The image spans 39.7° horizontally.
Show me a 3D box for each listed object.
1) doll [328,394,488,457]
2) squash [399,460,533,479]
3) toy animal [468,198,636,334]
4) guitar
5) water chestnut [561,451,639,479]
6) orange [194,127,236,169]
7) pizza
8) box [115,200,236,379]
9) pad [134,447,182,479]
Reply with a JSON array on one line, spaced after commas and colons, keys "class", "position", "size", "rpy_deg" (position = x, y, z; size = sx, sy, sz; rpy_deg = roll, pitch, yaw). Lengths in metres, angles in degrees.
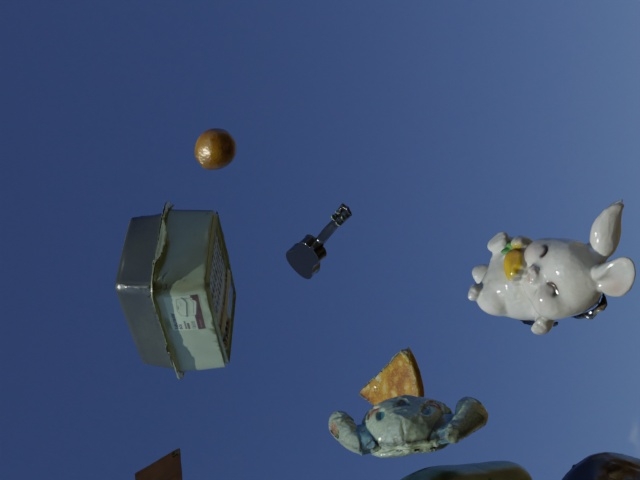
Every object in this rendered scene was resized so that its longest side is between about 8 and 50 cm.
[{"class": "doll", "position": [0.114, 0.247, 1.170], "size": [0.103, 0.213, 0.072], "rpy_deg": [-70, -27, -67]}, {"class": "squash", "position": [0.202, 0.384, 1.327], "size": [0.378, 0.101, 0.102], "rpy_deg": [6, -93, -48]}, {"class": "toy animal", "position": [0.411, 0.057, 1.571], "size": [0.154, 0.325, 0.209], "rpy_deg": [33, -136, -33]}, {"class": "guitar", "position": [-0.001, 0.001, 1.942], "size": [0.084, 0.271, 0.038], "rpy_deg": [45, -126, 4]}, {"class": "water chestnut", "position": [0.403, 0.390, 1.036], "size": [0.335, 0.335, 0.347], "rpy_deg": [-47, -32, -42]}, {"class": "orange", "position": [-0.203, -0.176, 1.715], "size": [0.085, 0.085, 0.085], "rpy_deg": [-6, -83, -54]}, {"class": "pizza", "position": [0.153, 0.330, 1.858], "size": [0.036, 0.176, 0.185], "rpy_deg": [-1, -108, -42]}, {"class": "box", "position": [-0.250, 0.091, 1.579], "size": [0.291, 0.166, 0.221], "rpy_deg": [85, -175, -48]}, {"class": "pad", "position": [-0.334, 0.529, 1.852], "size": [0.113, 0.006, 0.188], "rpy_deg": [-25, -53, -38]}]
